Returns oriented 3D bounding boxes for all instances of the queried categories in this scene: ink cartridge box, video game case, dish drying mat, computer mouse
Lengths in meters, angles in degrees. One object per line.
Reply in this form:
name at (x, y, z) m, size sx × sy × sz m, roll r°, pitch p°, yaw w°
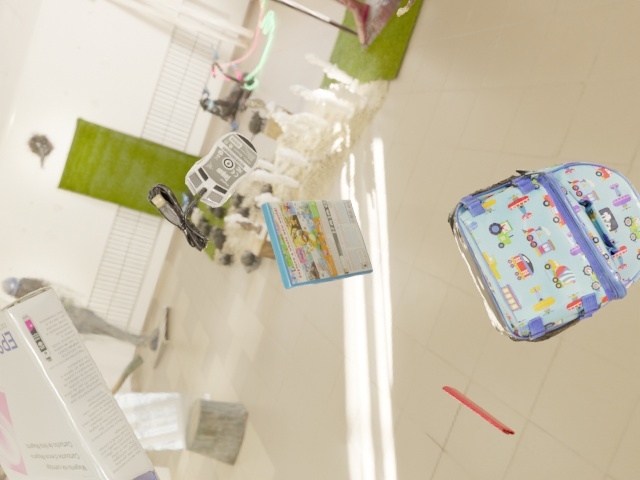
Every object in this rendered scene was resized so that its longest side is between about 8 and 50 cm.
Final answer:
ink cartridge box at (-0.371, 0.248, 0.707) m, size 0.324 × 0.071 × 0.330 m, roll -21°, pitch 97°, yaw 40°
video game case at (0.000, 0.000, 0.742) m, size 0.015 × 0.166 × 0.119 m, roll -27°, pitch 75°, yaw 44°
dish drying mat at (0.174, 0.188, 0.584) m, size 0.083 × 0.032 × 0.008 m, roll 31°, pitch 90°, yaw 49°
computer mouse at (-0.155, -0.081, 0.753) m, size 0.042 × 0.106 × 0.193 m, roll -32°, pitch 19°, yaw 51°

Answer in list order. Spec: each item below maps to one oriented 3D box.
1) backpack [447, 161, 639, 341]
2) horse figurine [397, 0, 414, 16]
backpack at (0.229, 0.000, 0.498) m, size 0.117 × 0.173 × 0.158 m, roll 35°, pitch -147°, yaw -79°
horse figurine at (0.128, -0.488, 0.868) m, size 0.066 × 0.263 × 0.174 m, roll -56°, pitch 23°, yaw -18°
